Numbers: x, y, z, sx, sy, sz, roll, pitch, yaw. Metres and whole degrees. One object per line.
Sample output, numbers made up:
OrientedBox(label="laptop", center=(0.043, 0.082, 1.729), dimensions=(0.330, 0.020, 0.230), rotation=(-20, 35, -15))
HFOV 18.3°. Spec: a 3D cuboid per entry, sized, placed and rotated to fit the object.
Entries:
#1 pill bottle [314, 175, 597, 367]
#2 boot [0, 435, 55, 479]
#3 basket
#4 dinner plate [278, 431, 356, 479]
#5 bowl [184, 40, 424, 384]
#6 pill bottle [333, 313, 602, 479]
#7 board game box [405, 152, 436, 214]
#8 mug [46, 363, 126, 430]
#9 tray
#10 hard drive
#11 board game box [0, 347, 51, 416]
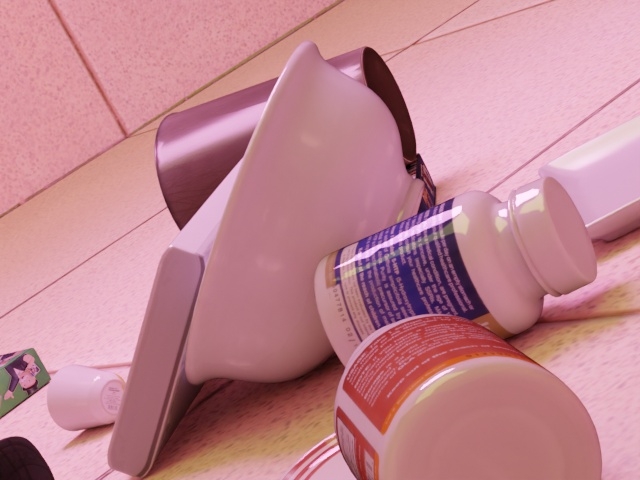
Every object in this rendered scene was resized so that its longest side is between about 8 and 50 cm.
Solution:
OrientedBox(label="pill bottle", center=(0.100, 0.027, 1.452), dimensions=(0.187, 0.112, 0.112), rotation=(-25, 12, 22))
OrientedBox(label="boot", center=(-0.321, 0.249, 1.579), dimensions=(0.179, 0.085, 0.236), rotation=(-27, 12, 22))
OrientedBox(label="basket", center=(-0.030, -0.097, 2.025), dimensions=(0.227, 0.154, 0.204), rotation=(-22, 14, 19))
OrientedBox(label="dinner plate", center=(0.031, 0.147, 1.335), dimensions=(0.141, 0.017, 0.141), rotation=(-29, 11, 6))
OrientedBox(label="bowl", center=(0.001, -0.002, 1.623), dimensions=(0.298, 0.134, 0.298), rotation=(19, -90, -85))
OrientedBox(label="pill bottle", center=(0.074, 0.108, 1.135), dimensions=(0.121, 0.121, 0.216), rotation=(-30, 11, -4))
OrientedBox(label="board game box", center=(0.000, 0.000, 1.998), dimensions=(0.243, 0.042, 0.165), rotation=(-27, 11, 11))
OrientedBox(label="mug", center=(-0.205, 0.141, 1.840), dimensions=(0.064, 0.062, 0.078), rotation=(-5, 32, 46))
OrientedBox(label="tray", center=(0.260, -0.056, 1.641), dimensions=(0.145, 0.030, 0.270), rotation=(-27, 11, 7))
OrientedBox(label="hard drive", center=(-0.102, 0.051, 1.711), dimensions=(0.040, 0.203, 0.307), rotation=(19, 21, 4))
OrientedBox(label="board game box", center=(-0.463, 0.209, 2.199), dimensions=(0.213, 0.046, 0.317), rotation=(-39, 15, -37))
